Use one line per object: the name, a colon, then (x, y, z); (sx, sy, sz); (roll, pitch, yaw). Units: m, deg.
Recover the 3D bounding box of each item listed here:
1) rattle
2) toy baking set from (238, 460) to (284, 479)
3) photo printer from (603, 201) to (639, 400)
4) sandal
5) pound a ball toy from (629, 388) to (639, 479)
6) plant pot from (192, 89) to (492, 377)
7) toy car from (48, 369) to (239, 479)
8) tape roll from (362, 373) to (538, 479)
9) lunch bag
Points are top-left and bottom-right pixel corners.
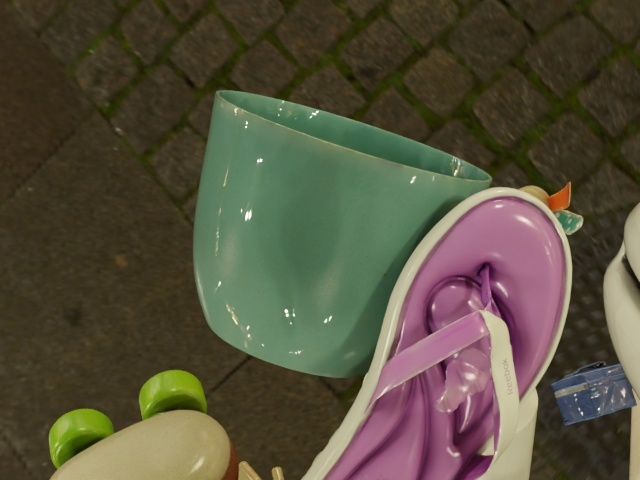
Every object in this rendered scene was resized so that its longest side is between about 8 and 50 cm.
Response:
rattle: (0.289, -0.030, 1.601); (0.199, 0.143, 0.130); (-36, 65, 36)
toy baking set: (-0.117, 0.489, 1.915); (0.197, 0.030, 0.256); (-29, 59, 17)
photo printer: (0.266, 0.064, 0.454); (0.307, 0.256, 0.107); (15, 106, -4)
sandal: (0.115, 0.154, 1.093); (0.169, 0.102, 0.416); (24, 100, -15)
pound a ball toy: (0.531, 0.341, 1.687); (0.136, 0.208, 0.319); (-32, 38, 48)
plant pot: (0.000, 0.000, 1.226); (0.293, 0.293, 0.235); (21, 102, 17)
toy car: (-0.114, 0.228, 0.919); (0.149, 0.188, 0.155); (-23, 38, -1)
tape roll: (0.176, 0.280, 1.673); (0.246, 0.246, 0.169); (10, 118, 17)
lunch bag: (0.343, 0.186, 1.482); (0.067, 0.098, 0.065); (-32, 71, 57)
